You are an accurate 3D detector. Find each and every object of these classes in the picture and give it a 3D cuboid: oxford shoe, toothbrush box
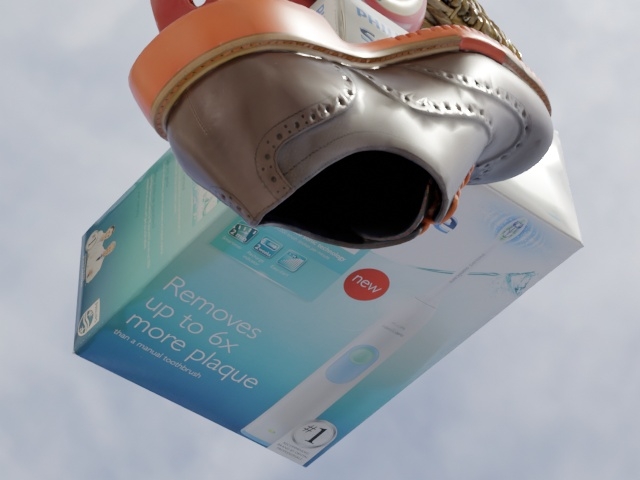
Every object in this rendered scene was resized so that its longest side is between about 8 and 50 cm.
[{"bbox_3d":[0.030,-0.036,0.797,0.097,0.271,0.098,-44,-116,31],"label":"oxford shoe"},{"bbox_3d":[0.000,0.000,1.234,0.295,0.216,0.126,-41,-147,29],"label":"toothbrush box"}]

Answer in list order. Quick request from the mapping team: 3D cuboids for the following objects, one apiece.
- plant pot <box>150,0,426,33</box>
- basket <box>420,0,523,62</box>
[{"bbox_3d":[-0.020,-0.212,1.477,0.174,0.191,0.191,-29,-134,31],"label":"plant pot"},{"bbox_3d":[0.019,-0.217,1.748,0.223,0.213,0.299,-43,-145,13],"label":"basket"}]
